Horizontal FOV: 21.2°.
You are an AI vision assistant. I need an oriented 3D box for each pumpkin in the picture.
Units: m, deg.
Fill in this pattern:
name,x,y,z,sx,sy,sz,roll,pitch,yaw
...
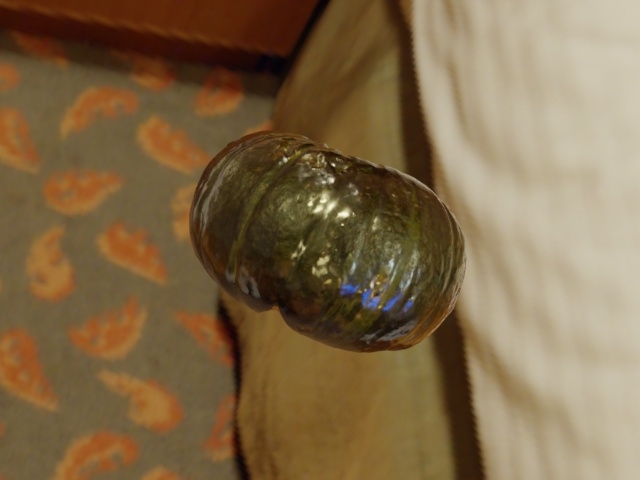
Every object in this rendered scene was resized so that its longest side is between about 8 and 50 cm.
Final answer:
name,x,y,z,sx,sy,sz,roll,pitch,yaw
pumpkin,0.000,0.000,1.063,0.184,0.107,0.119,21,88,5
